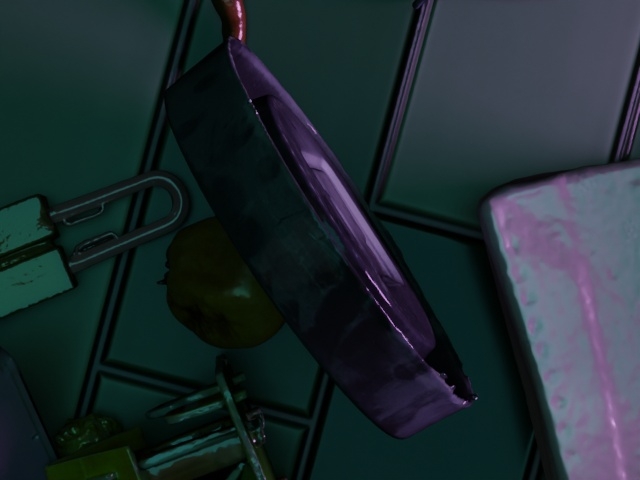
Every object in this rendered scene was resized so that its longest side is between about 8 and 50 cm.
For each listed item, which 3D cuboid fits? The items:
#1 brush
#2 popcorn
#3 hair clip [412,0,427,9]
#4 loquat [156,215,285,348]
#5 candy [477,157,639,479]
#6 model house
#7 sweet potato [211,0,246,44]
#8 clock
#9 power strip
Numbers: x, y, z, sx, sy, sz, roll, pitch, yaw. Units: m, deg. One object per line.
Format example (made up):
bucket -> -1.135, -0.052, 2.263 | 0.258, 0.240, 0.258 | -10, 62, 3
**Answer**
brush -> -0.239, -0.006, 1.574 | 0.233, 0.047, 0.103 | -21, 90, -1
popcorn -> -0.222, 0.205, 1.571 | 0.060, 0.068, 0.083 | -25, 129, 23
hair clip -> 0.204, -0.258, 1.579 | 0.230, 0.039, 0.070 | 1, 91, -5
loquat -> -0.087, 0.036, 1.543 | 0.137, 0.113, 0.137 | 3, 100, 21
candy -> 0.282, 0.101, 1.525 | 0.208, 0.145, 0.358 | -16, 91, -1
model house -> -0.168, 0.307, 1.428 | 0.324, 0.340, 0.300 | -22, 93, -1
sweet potato -> -0.092, -0.247, 1.573 | 0.044, 0.044, 0.179 | -9, 90, 0
clock -> 0.000, 0.000, 1.410 | 0.076, 0.386, 0.386 | -34, 90, 7
power strip -> -0.295, 0.212, 1.482 | 0.109, 0.279, 0.037 | -38, 48, -24
